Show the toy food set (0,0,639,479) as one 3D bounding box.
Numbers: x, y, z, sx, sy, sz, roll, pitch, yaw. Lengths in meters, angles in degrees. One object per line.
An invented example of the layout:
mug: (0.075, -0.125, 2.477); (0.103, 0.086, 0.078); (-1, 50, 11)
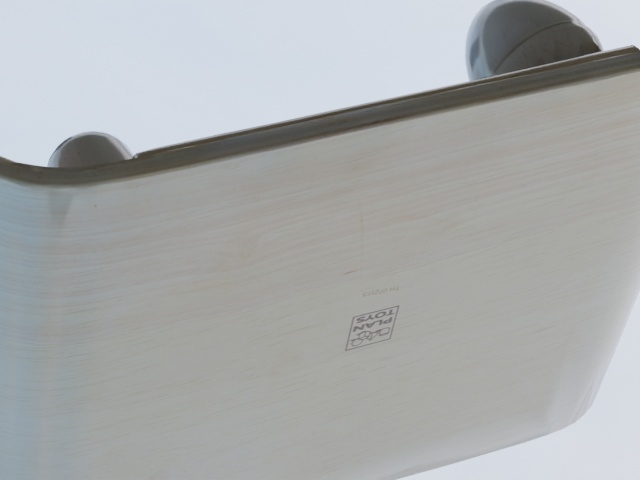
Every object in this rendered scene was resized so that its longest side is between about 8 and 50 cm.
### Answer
toy food set: (0.000, 0.000, 0.681); (0.306, 0.219, 0.092); (-13, -128, -21)
